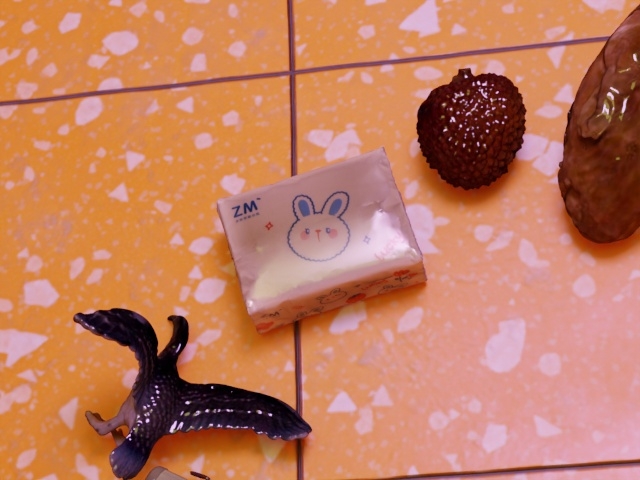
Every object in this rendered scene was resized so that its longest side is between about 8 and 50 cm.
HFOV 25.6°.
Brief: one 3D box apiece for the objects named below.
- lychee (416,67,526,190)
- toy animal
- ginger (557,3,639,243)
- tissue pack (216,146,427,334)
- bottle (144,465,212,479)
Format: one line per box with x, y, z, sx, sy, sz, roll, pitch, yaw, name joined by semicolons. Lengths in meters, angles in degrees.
0.163;-0.121;1.532;0.123;0.129;0.123;0;22;0;lychee
-0.178;0.146;1.466;0.160;0.272;0.197;-48;28;5;toy animal
0.350;-0.156;1.489;0.321;0.172;0.165;-48;27;-10;ginger
0.000;0.000;1.515;0.196;0.092;0.148;-19;64;2;tissue pack
-0.133;0.272;1.441;0.101;0.047;0.063;21;98;14;bottle
